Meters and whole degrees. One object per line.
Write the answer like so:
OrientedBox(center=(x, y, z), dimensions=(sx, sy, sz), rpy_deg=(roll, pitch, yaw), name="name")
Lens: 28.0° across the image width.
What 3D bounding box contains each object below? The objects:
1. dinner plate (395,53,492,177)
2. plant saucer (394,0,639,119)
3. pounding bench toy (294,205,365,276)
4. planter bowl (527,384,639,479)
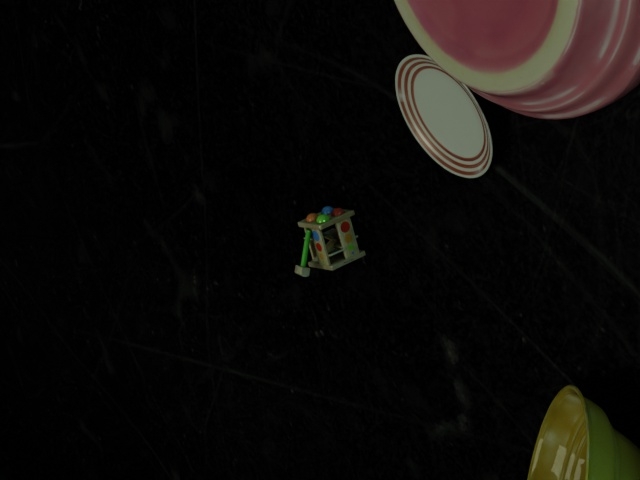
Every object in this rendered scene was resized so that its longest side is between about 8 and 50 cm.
OrientedBox(center=(0.127, -0.127, 1.292), dimensions=(0.141, 0.017, 0.141), rpy_deg=(45, 155, 28), name="dinner plate")
OrientedBox(center=(0.158, -0.256, 1.103), dimensions=(0.332, 0.084, 0.332), rpy_deg=(37, 140, 39), name="plant saucer")
OrientedBox(center=(0.000, 0.000, 1.533), dimensions=(0.052, 0.083, 0.065), rpy_deg=(9, 119, 56), name="pounding bench toy")
OrientedBox(center=(0.267, 0.255, 1.245), dimensions=(0.217, 0.090, 0.217), rpy_deg=(-168, 90, -87), name="planter bowl")
